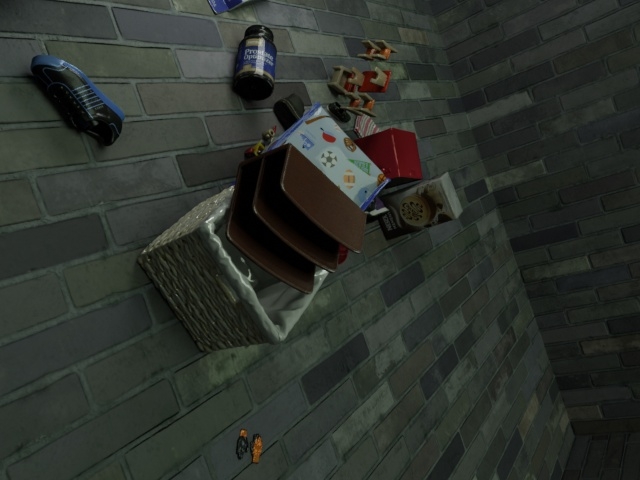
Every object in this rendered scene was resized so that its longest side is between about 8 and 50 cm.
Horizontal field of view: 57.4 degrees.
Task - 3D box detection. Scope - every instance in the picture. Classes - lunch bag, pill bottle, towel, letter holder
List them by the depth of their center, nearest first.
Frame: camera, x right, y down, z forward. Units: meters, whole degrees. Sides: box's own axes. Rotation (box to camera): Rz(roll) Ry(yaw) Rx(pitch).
[{"bbox_3d":[-0.047,-0.031,1.309,0.302,0.152,0.214,39,48,-41],"label":"letter holder"},{"bbox_3d":[-0.045,-0.142,1.669,0.328,0.239,0.385,46,69,-8],"label":"lunch bag"},{"bbox_3d":[-0.199,-0.555,1.816,0.123,0.123,0.219,30,53,-45],"label":"pill bottle"},{"bbox_3d":[0.209,-0.439,2.416,0.197,0.029,0.144,45,44,-34],"label":"towel"}]

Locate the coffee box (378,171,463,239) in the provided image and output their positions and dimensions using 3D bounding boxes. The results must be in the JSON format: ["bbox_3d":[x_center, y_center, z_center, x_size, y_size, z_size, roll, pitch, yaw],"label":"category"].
[{"bbox_3d":[0.376,-0.130,2.276,0.119,0.297,0.168,-38,106,-57],"label":"coffee box"}]

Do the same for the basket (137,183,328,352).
[{"bbox_3d":[-0.196,0.047,1.429,0.328,0.266,0.331,60,37,-18],"label":"basket"}]

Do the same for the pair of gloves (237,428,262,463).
[{"bbox_3d":[-0.177,0.518,1.472,0.083,0.010,0.074,35,50,-41],"label":"pair of gloves"}]

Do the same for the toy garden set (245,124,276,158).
[{"bbox_3d":[-0.128,-0.264,1.850,0.204,0.049,0.244,51,40,-29],"label":"toy garden set"}]

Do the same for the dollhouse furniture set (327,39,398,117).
[{"bbox_3d":[0.163,-0.599,2.205,0.135,0.259,0.262,16,92,-42],"label":"dollhouse furniture set"}]

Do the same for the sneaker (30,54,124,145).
[{"bbox_3d":[-0.530,-0.301,1.278,0.232,0.081,0.090,39,40,-41],"label":"sneaker"}]

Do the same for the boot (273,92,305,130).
[{"bbox_3d":[-0.065,-0.405,1.985,0.198,0.077,0.137,61,31,-17],"label":"boot"}]

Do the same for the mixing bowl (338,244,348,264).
[{"bbox_3d":[0.000,0.000,1.870,0.181,0.098,0.181,26,56,-47],"label":"mixing bowl"}]

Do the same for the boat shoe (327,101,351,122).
[{"bbox_3d":[0.079,-0.491,2.249,0.133,0.042,0.049,23,55,-50],"label":"boat shoe"}]

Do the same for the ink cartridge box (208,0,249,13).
[{"bbox_3d":[-0.306,-0.916,1.875,0.324,0.071,0.330,61,35,-16],"label":"ink cartridge box"}]

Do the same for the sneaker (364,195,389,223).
[{"bbox_3d":[0.135,-0.122,2.136,0.283,0.107,0.124,-14,72,-59],"label":"sneaker"}]

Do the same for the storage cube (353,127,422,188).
[{"bbox_3d":[0.264,-0.315,2.280,0.215,0.183,0.193,-2,82,-51],"label":"storage cube"}]
